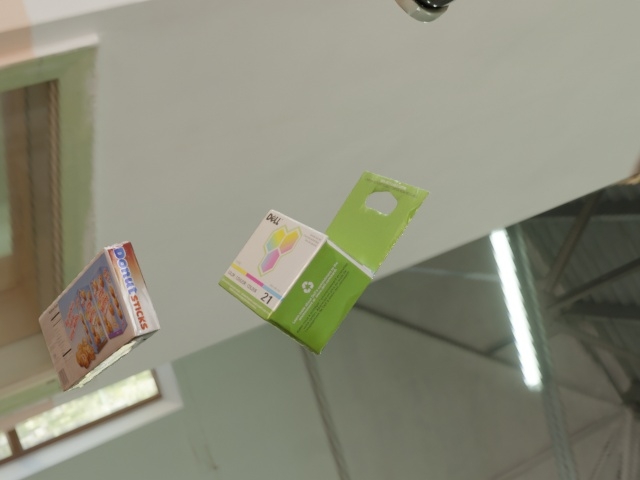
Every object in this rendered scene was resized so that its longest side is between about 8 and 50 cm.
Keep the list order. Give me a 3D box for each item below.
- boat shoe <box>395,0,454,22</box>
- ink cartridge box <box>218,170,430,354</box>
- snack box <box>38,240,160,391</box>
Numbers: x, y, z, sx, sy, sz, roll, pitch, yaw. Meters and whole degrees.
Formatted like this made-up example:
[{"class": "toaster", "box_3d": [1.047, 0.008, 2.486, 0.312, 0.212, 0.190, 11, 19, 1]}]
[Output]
[{"class": "boat shoe", "box_3d": [0.088, -0.201, 0.627, 0.068, 0.228, 0.081, -26, -75, 29]}, {"class": "ink cartridge box", "box_3d": [0.000, 0.000, 1.322, 0.097, 0.255, 0.189, 37, -5, -28]}, {"class": "snack box", "box_3d": [-0.165, 0.060, 0.719, 0.178, 0.022, 0.064, -35, -107, 55]}]
